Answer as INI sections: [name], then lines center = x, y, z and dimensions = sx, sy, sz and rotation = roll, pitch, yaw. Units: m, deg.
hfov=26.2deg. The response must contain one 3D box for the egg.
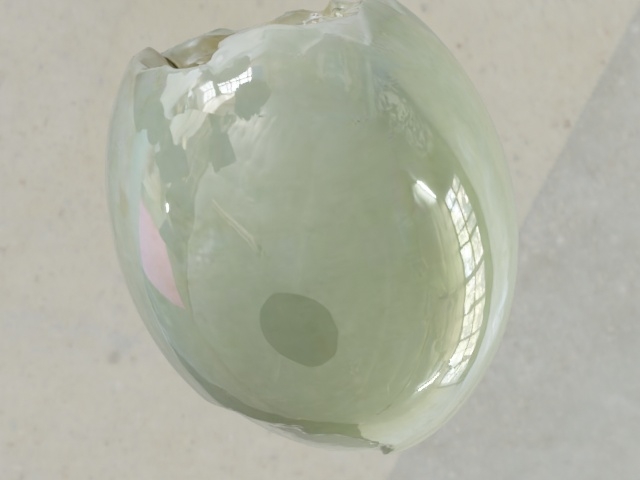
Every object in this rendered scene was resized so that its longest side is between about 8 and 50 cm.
[egg]
center = 0.000, 0.000, 0.967
dimensions = 0.278, 0.278, 0.336
rotation = -13, 110, 7
